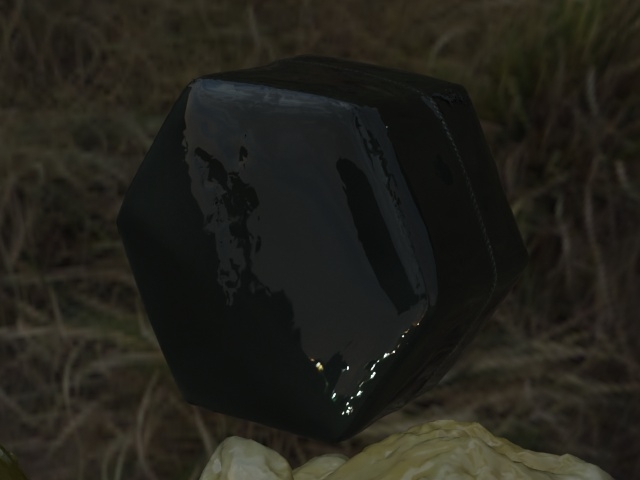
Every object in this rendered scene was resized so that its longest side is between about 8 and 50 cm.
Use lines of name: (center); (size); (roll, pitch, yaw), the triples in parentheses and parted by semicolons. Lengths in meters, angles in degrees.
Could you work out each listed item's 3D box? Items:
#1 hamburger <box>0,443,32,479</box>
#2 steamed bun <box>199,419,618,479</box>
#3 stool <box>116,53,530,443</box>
hamburger: (-0.200, 0.144, 0.744); (0.168, 0.192, 0.288); (-40, 97, -38)
steamed bun: (-0.021, 0.188, 0.507); (0.137, 0.292, 0.295); (21, 103, -22)
stool: (0.000, 0.000, 1.108); (0.232, 0.232, 0.141); (43, 30, 17)
